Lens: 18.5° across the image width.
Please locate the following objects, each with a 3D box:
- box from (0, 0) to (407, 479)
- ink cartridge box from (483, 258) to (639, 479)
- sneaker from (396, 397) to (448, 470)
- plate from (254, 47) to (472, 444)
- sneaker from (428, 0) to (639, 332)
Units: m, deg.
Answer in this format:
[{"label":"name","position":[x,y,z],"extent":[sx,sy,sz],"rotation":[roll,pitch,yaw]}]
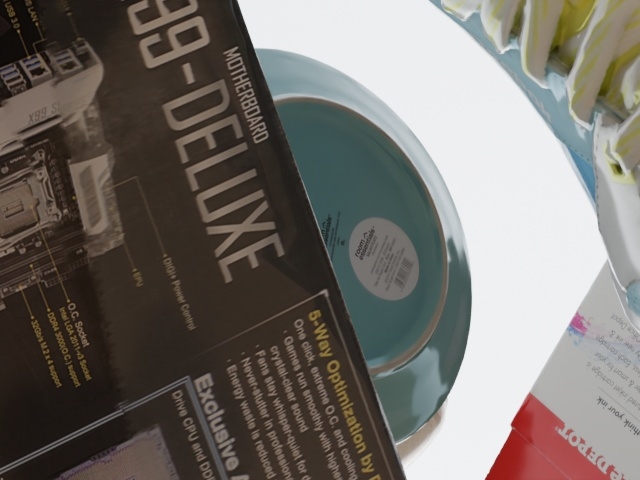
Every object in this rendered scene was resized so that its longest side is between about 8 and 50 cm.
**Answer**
[{"label":"box","position":[-0.100,0.083,0.537],"extent":[0.242,0.076,0.307],"rotation":[-26,-75,-22]},{"label":"ink cartridge box","position":[0.193,0.083,1.039],"extent":[0.078,0.134,0.231],"rotation":[18,-74,-40]},{"label":"sneaker","position":[-0.044,0.172,1.099],"extent":[0.292,0.118,0.110],"rotation":[-37,-53,5]},{"label":"plate","position":[0.000,0.000,0.851],"extent":[0.188,0.024,0.188],"rotation":[16,-119,-32]},{"label":"sneaker","position":[0.072,-0.080,0.586],"extent":[0.208,0.319,0.127],"rotation":[34,-71,-31]}]
